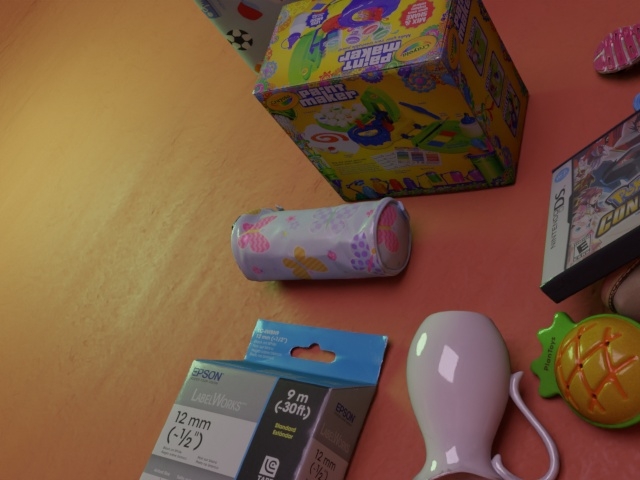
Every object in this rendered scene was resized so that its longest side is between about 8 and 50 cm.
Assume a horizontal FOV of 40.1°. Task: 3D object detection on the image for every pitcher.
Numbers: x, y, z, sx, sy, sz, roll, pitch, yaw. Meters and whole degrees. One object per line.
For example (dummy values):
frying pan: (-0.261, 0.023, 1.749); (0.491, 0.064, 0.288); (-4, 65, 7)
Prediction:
pitcher: (0.191, 0.194, 1.048); (0.177, 0.125, 0.207); (-1, 67, 10)

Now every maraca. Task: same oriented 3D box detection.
maraca: (0.313, 0.144, 1.003); (0.185, 0.099, 0.127); (11, 85, 58)

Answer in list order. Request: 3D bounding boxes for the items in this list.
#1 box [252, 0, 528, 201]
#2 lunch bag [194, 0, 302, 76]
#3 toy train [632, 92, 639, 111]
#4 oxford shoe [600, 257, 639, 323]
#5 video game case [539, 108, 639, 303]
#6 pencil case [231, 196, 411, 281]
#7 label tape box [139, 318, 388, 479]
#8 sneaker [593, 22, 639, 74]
box: (0.111, -0.213, 1.273); (0.290, 0.279, 0.177); (-4, 57, 32)
lunch bag: (0.002, -0.478, 1.512); (0.385, 0.328, 0.239); (-26, 49, 19)
toy train: (0.486, -0.191, 1.143); (0.105, 0.080, 0.184); (29, 78, 36)
oxford shoe: (0.503, 0.014, 0.938); (0.397, 0.140, 0.146); (-26, 50, 17)
video game case: (0.375, -0.077, 1.017); (0.275, 0.035, 0.248); (-39, 18, 38)
pencil case: (0.000, 0.000, 1.313); (0.273, 0.113, 0.124); (-2, 38, 34)
label tape box: (-0.082, 0.253, 1.185); (0.249, 0.115, 0.348); (4, 63, 37)
sneaker: (0.466, -0.275, 1.231); (0.170, 0.075, 0.063); (-28, 58, 46)
